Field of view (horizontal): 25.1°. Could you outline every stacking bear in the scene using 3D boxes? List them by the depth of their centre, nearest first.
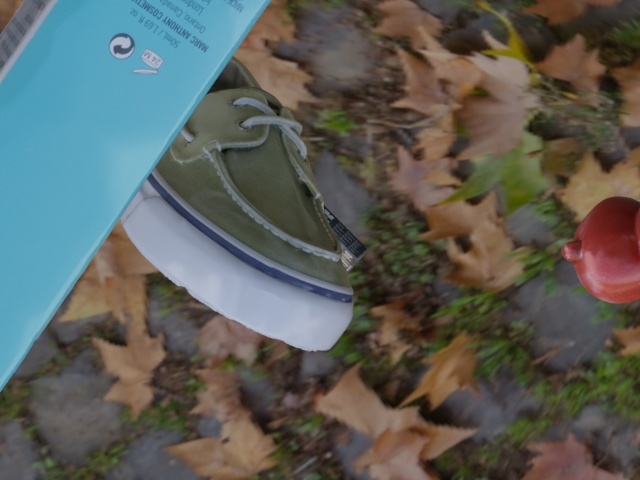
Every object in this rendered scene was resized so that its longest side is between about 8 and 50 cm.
[{"bbox_3d":[0.402,-0.012,1.517,0.289,0.175,0.164,-17,61,33],"label":"stacking bear"}]

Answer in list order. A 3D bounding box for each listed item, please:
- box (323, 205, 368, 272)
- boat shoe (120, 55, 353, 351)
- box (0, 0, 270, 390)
[{"bbox_3d":[0.000,0.000,1.429,0.083,0.018,0.067,45,142,5],"label":"box"},{"bbox_3d":[-0.055,-0.042,0.796,0.109,0.302,0.094,23,104,-32],"label":"boat shoe"},{"bbox_3d":[-0.116,-0.008,0.507,0.060,0.100,0.244,34,92,-19],"label":"box"}]
